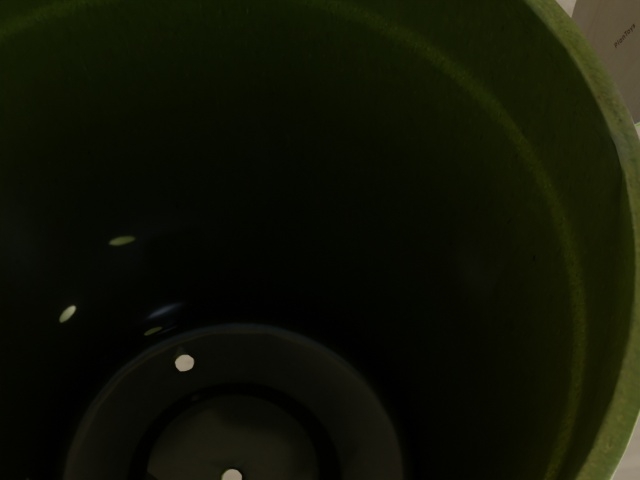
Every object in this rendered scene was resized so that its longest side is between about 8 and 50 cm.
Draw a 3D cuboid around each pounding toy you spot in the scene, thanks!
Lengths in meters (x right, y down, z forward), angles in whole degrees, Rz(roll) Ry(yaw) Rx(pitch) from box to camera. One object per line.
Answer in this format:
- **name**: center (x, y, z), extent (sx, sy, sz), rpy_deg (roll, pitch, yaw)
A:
- **pounding toy**: center (0.353, -0.201, 1.095), extent (0.110, 0.183, 0.237), rpy_deg (1, 178, -25)

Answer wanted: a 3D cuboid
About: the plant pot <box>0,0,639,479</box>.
- **plant pot**: center (-0.056, 0.071, 0.566), extent (0.366, 0.367, 0.353), rpy_deg (-4, 152, -1)
